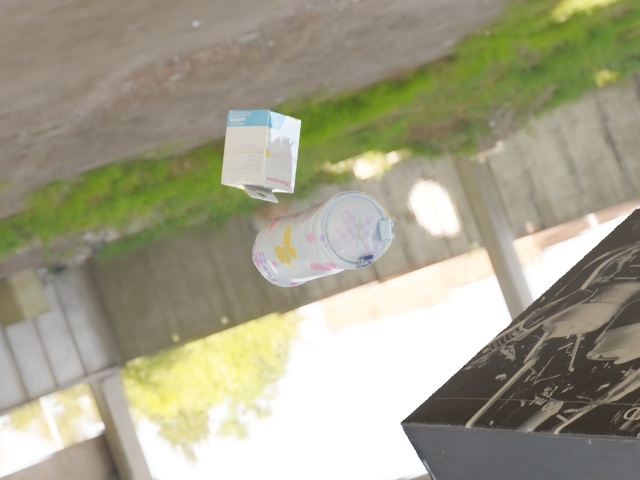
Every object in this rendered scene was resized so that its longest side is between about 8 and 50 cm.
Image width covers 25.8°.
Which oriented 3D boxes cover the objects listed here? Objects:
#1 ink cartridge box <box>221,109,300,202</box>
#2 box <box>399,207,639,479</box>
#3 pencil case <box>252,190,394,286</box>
[{"bbox_3d":[-0.100,-0.138,2.309,0.090,0.143,0.092,4,175,35],"label":"ink cartridge box"},{"bbox_3d":[0.293,0.112,0.996,0.312,0.179,0.343,-39,-165,-29],"label":"box"},{"bbox_3d":[0.000,0.000,2.087,0.124,0.113,0.273,-16,179,-28],"label":"pencil case"}]
